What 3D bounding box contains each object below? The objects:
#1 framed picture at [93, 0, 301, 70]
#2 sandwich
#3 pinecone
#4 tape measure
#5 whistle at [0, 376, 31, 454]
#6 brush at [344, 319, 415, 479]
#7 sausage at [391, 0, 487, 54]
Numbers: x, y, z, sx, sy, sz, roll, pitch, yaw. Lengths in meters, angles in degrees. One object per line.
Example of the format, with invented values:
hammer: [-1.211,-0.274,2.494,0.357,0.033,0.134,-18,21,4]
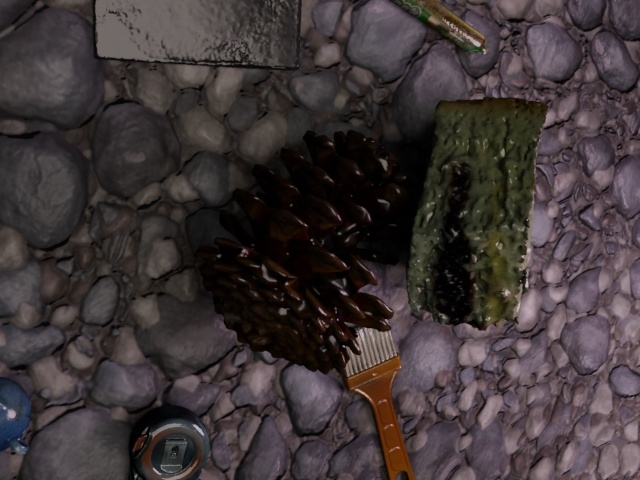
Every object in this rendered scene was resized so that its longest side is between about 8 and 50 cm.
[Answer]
framed picture: [-0.132,-0.364,0.754,0.244,0.013,0.323,-3,103,-24]
sandwich: [0.189,-0.035,0.801,0.131,0.325,0.262,7,100,14]
pinecone: [0.002,0.002,0.767,0.246,0.246,0.292,40,71,-24]
tape measure: [-0.177,0.268,0.770,0.104,0.180,0.107,6,98,-8]
whistle: [-0.371,0.176,0.722,0.158,0.090,0.090,39,80,15]
brush: [0.096,0.262,0.971,0.090,0.017,0.314,-21,107,-17]
sausage: [0.122,-0.314,0.873,0.269,0.033,0.032,24,89,-26]
